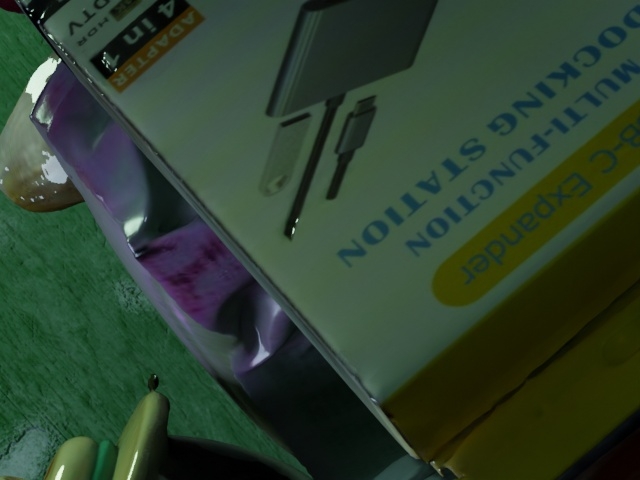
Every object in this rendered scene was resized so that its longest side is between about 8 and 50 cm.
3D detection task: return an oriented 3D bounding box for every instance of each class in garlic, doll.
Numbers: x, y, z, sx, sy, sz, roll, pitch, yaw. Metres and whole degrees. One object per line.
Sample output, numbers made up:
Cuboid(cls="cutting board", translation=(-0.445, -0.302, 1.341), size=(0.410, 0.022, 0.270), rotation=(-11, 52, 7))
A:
Cuboid(cls="garlic", translation=(-0.075, -0.083, 0.973), size=(0.087, 0.195, 0.101), rotation=(59, 156, 3))
Cuboid(cls="doll", translation=(0.000, 0.163, 0.871), size=(0.271, 0.144, 0.208), rotation=(20, -176, 36))

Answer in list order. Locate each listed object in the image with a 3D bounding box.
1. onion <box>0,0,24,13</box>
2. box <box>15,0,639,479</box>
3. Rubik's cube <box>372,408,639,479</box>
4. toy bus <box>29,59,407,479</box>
Cuboid(cls="onion", translation=(-0.144, -0.205, 0.935), size=(0.195, 0.140, 0.218), rotation=(57, 173, 1))
Cuboid(cls="box", translation=(0.019, -0.045, 0.490), size=(0.247, 0.129, 0.033), rotation=(45, 174, 46))
Cuboid(cls="Rubik's cube", translation=(0.108, 0.188, 0.461), size=(0.287, 0.293, 0.292), rotation=(51, 178, -2))
Cuboid(cls="toy bus", translation=(0.000, 0.000, 0.897), size=(0.171, 0.162, 0.386), rotation=(50, 176, 26))
